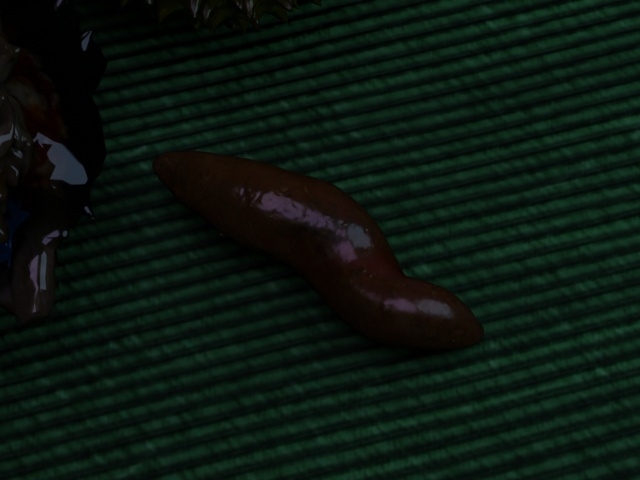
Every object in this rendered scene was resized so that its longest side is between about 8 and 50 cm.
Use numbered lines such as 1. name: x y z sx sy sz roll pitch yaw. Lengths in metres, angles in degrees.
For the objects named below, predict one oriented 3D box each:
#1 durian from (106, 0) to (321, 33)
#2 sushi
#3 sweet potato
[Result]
1. durian: -0.082 -0.250 0.954 0.225 0.291 0.291 -18 65 -15
2. sushi: -0.229 -0.056 0.897 0.225 0.219 0.238 7 89 40
3. sweet potato: -0.001 0.000 0.941 0.202 0.055 0.058 32 104 11
